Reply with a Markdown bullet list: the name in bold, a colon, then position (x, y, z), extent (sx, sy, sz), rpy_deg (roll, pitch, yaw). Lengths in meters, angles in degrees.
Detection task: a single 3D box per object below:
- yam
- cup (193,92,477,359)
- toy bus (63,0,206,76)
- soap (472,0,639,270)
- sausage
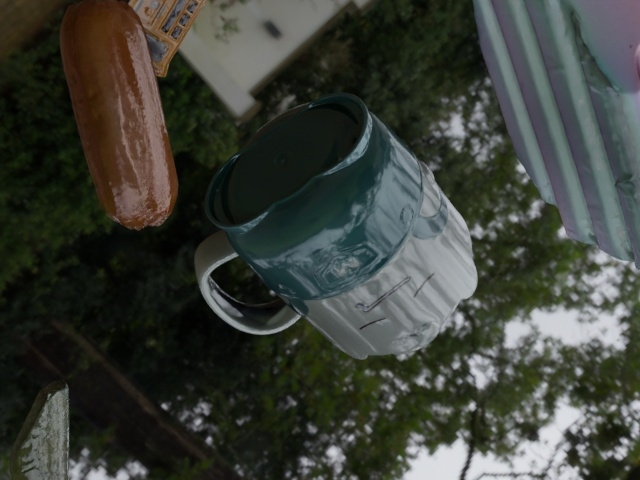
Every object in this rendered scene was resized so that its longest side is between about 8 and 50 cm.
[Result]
- **yam**: position (-0.466, 0.364, 1.472), extent (0.106, 0.259, 0.106), rpy_deg (0, -169, 0)
- **cup**: position (0.000, 0.000, 0.985), extent (0.290, 0.257, 0.219), rpy_deg (-32, -135, 13)
- **toy bus**: position (-0.162, -0.221, 0.828), extent (0.194, 0.088, 0.083), rpy_deg (-57, -145, 6)
- **soap**: position (0.130, -0.066, 0.414), extent (0.056, 0.149, 0.100), rpy_deg (-32, -153, -13)
- **sausage**: position (-0.171, -0.105, 0.755), extent (0.076, 0.197, 0.076), rpy_deg (-10, -168, 2)
